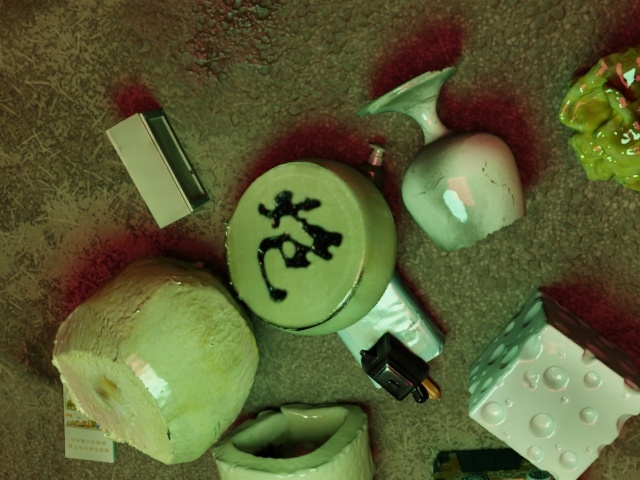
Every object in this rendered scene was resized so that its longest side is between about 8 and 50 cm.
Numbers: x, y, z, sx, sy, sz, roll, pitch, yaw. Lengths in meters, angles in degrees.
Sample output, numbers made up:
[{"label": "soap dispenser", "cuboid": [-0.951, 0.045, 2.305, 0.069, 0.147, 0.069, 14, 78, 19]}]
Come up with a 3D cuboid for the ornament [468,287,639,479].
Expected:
[{"label": "ornament", "cuboid": [0.456, 0.282, 1.633, 0.239, 0.239, 0.240, 36, 106, -1]}]

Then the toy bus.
[{"label": "toy bus", "cuboid": [0.374, 0.525, 1.747, 0.275, 0.167, 0.139, -6, 103, 6]}]

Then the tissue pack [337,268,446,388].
[{"label": "tissue pack", "cuboid": [0.119, 0.155, 1.739, 0.177, 0.089, 0.263, -34, 98, 18]}]

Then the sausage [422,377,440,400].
[{"label": "sausage", "cuboid": [0.220, 0.306, 1.787, 0.107, 0.031, 0.031, 43, 106, -2]}]

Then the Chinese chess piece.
[{"label": "Chinese chess piece", "cuboid": [-0.022, 0.012, 1.631, 0.349, 0.146, 0.350, -2, 87, 30]}]

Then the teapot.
[{"label": "teapot", "cuboid": [0.148, 0.268, 1.669, 0.177, 0.096, 0.087, 40, 111, -8]}]

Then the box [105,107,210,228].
[{"label": "box", "cuboid": [-0.330, -0.151, 1.713, 0.086, 0.129, 0.225, -25, 98, 14]}]

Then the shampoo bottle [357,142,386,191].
[{"label": "shampoo bottle", "cuboid": [0.089, -0.098, 1.695, 0.065, 0.065, 0.205, 18, 106, 4]}]

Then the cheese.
[{"label": "cheese", "cuboid": [-0.047, 0.459, 1.733, 0.292, 0.332, 0.153, 2, 105, 36]}]

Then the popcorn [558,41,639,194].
[{"label": "popcorn", "cuboid": [0.564, -0.229, 1.494, 0.292, 0.237, 0.293, 1, 101, 6]}]

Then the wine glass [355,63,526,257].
[{"label": "wine glass", "cuboid": [0.240, -0.148, 1.575, 0.238, 0.238, 0.323, -28, 87, 15]}]

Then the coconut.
[{"label": "coconut", "cuboid": [-0.301, 0.213, 1.688, 0.404, 0.404, 0.405, 2, 104, 9]}]

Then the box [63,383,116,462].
[{"label": "box", "cuboid": [-0.538, 0.407, 1.935, 0.122, 0.032, 0.221, 5, 105, 9]}]
